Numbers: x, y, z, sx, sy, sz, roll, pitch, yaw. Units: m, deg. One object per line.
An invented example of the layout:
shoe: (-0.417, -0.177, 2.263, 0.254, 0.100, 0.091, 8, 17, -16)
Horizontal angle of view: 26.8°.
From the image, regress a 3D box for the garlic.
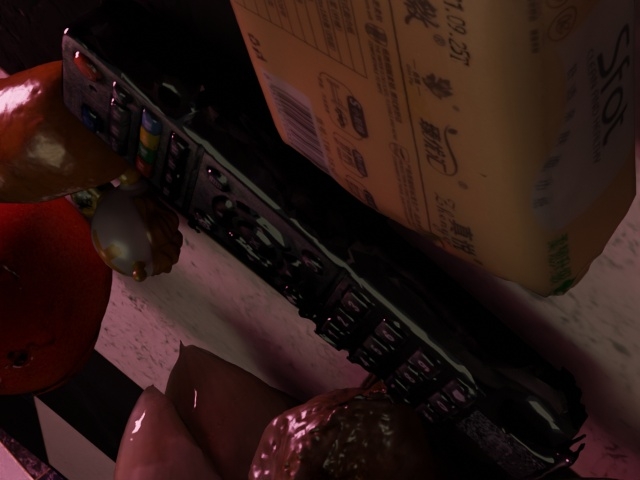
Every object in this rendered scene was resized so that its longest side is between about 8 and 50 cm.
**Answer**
garlic: (-0.059, 0.255, 1.195, 0.132, 0.325, 0.279, -4, 168, 34)

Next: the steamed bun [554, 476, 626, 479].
steamed bun: (0.181, 0.274, 0.856, 0.283, 0.177, 0.283, 5, 112, 13)

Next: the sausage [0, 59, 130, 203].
sausage: (-0.229, -0.081, 1.022, 0.270, 0.109, 0.109, 2, 137, 55)

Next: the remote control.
remote control: (0.000, 0.000, 0.838, 0.399, 0.062, 0.144, 41, 159, 3)

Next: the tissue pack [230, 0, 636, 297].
tissue pack: (0.039, -0.096, 0.540, 0.186, 0.090, 0.222, 31, 156, 31)

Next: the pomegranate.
pomegranate: (-0.290, 0.038, 1.244, 0.210, 0.210, 0.235, 43, -161, -7)

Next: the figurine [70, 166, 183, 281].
figurine: (-0.166, -0.029, 1.074, 0.143, 0.068, 0.101, 56, 154, 8)

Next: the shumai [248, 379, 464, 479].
shumai: (0.031, 0.223, 1.104, 0.185, 0.183, 0.218, -26, -79, -84)
